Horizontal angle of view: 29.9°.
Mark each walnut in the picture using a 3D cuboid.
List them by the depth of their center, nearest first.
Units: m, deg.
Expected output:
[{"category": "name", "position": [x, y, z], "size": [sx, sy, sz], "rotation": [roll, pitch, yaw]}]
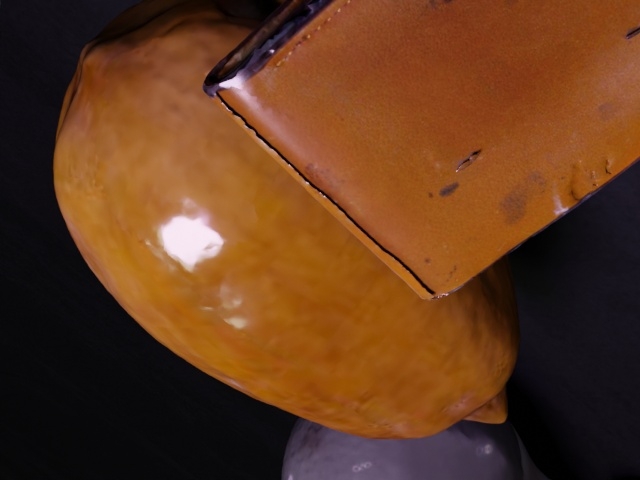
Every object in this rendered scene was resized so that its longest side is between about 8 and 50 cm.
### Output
[{"category": "walnut", "position": [0.000, 0.000, 0.660], "size": [0.209, 0.209, 0.336], "rotation": [-12, 131, 49]}]

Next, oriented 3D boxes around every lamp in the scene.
[{"category": "lamp", "position": [0.109, 0.219, 0.911], "size": [0.314, 0.182, 0.182], "rotation": [41, 148, -19]}]

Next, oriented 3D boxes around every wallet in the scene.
[{"category": "wallet", "position": [0.073, -0.079, 0.519], "size": [0.161, 0.195, 0.042], "rotation": [44, -168, -27]}]
